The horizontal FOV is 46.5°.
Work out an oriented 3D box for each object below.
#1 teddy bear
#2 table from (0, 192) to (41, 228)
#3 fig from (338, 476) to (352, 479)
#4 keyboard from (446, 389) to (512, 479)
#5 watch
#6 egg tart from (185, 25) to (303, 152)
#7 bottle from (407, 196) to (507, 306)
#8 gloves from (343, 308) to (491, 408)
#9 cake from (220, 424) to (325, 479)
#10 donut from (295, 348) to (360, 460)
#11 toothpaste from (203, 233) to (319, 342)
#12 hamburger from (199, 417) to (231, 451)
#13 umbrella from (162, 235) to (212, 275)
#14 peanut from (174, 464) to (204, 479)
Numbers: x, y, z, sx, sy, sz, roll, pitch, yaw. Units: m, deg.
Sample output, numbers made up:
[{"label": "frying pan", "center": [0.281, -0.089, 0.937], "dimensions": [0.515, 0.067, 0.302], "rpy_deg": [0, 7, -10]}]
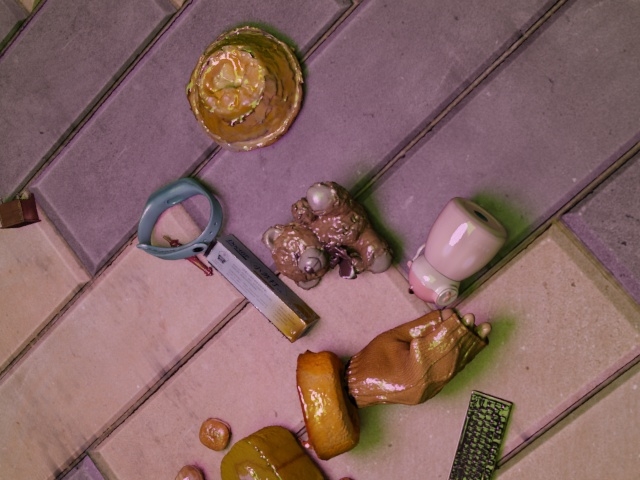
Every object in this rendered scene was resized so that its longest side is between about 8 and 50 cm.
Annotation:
[{"label": "teddy bear", "center": [0.000, 0.000, 1.702], "dimensions": [0.256, 0.156, 0.267], "rpy_deg": [-34, 110, 13]}, {"label": "table", "center": [-0.829, -0.082, 2.038], "dimensions": [0.083, 0.070, 0.082], "rpy_deg": [-14, 87, 20]}, {"label": "fig", "center": [0.062, 0.601, 1.757], "dimensions": [0.050, 0.050, 0.083], "rpy_deg": [-13, 101, 20]}, {"label": "keyboard", "center": [0.346, 0.499, 1.661], "dimensions": [0.106, 0.027, 0.317], "rpy_deg": [15, 96, 19]}, {"label": "watch", "center": [-0.355, -0.046, 1.851], "dimensions": [0.237, 0.068, 0.195], "rpy_deg": [-22, 67, 17]}, {"label": "egg tart", "center": [-0.196, -0.364, 1.777], "dimensions": [0.314, 0.120, 0.315], "rpy_deg": [0, 91, 20]}, {"label": "bottle", "center": [0.280, 0.037, 1.612], "dimensions": [0.147, 0.147, 0.237], "rpy_deg": [40, 111, 14]}, {"label": "gloves", "center": [0.215, 0.259, 1.627], "dimensions": [0.356, 0.203, 0.155], "rpy_deg": [-33, 103, 23]}, {"label": "cake", "center": [-0.108, 0.579, 1.761], "dimensions": [0.260, 0.156, 0.179], "rpy_deg": [52, 123, 16]}, {"label": "donut", "center": [0.010, 0.364, 1.670], "dimensions": [0.118, 0.253, 0.254], "rpy_deg": [-19, 86, 9]}, {"label": "toothpaste", "center": [-0.146, 0.112, 1.793], "dimensions": [0.313, 0.089, 0.071], "rpy_deg": [42, 111, 13]}, {"label": "hamburger", "center": [-0.266, 0.488, 1.871], "dimensions": [0.083, 0.044, 0.076], "rpy_deg": [11, 96, 16]}, {"label": "umbrella", "center": [-0.336, 0.038, 1.891], "dimensions": [0.165, 0.025, 0.027], "rpy_deg": [38, 85, 12]}, {"label": "peanut", "center": [-0.333, 0.662, 1.881], "dimensions": [0.089, 0.089, 0.193], "rpy_deg": [-5, 90, 20]}]
